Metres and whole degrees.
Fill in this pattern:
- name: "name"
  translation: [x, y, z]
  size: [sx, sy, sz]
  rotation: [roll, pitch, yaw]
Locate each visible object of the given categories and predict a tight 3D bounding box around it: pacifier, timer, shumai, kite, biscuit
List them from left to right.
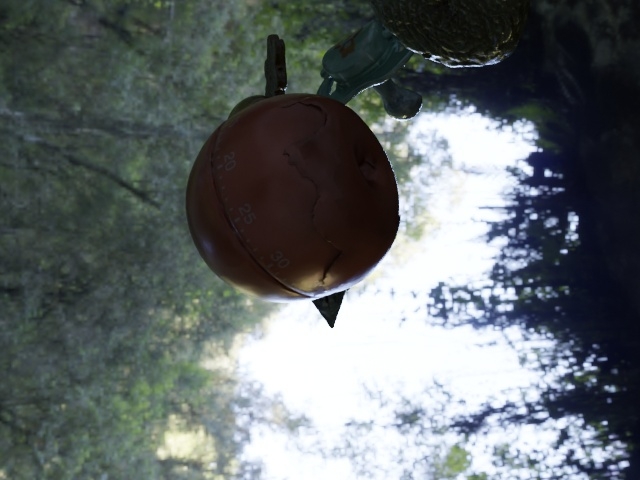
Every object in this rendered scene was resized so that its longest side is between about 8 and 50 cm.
- name: "biscuit"
  translation: [-0.113, -0.398, 2.085]
  size: [0.180, 0.039, 0.236]
  rotation: [-121, -147, -59]
- name: "timer"
  translation: [-0.028, -0.046, 0.920]
  size: [0.214, 0.229, 0.230]
  rotation: [-21, -111, 33]
- name: "kite"
  translation: [-0.001, 0.000, 1.159]
  size: [0.229, 0.012, 0.250]
  rotation: [-26, -107, 57]
- name: "pacifier"
  translation: [0.151, -0.410, 2.039]
  size: [0.343, 0.269, 0.288]
  rotation: [-21, -142, 36]
- name: "shumai"
  translation: [0.278, -0.495, 1.516]
  size: [0.309, 0.263, 0.304]
  rotation: [40, -34, 2]

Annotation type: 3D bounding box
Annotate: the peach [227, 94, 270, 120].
- name: "peach"
  translation: [-0.112, -0.216, 1.878]
  size: [0.232, 0.232, 0.233]
  rotation: [179, -90, -65]
